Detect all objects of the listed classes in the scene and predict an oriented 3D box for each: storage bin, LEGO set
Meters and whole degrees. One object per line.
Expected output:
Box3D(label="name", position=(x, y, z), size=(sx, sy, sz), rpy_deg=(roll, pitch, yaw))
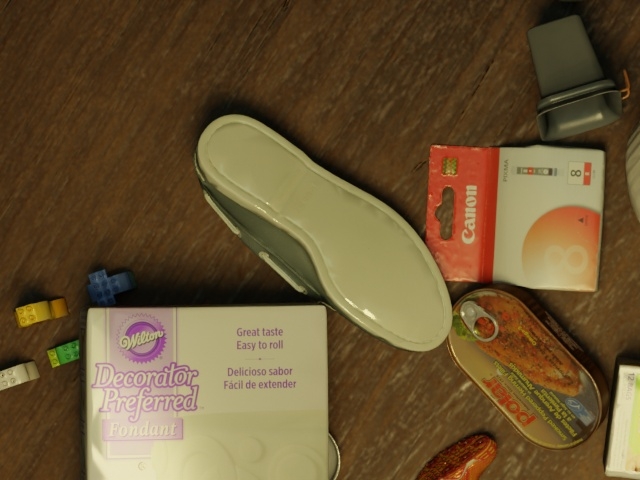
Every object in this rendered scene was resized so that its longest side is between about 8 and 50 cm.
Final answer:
Box3D(label="storage bin", position=(0.250, -0.165, 1.835), size=(0.098, 0.135, 0.091), rpy_deg=(-17, 79, 7))
Box3D(label="LEGO set", position=(-0.262, 0.089, 1.915), size=(0.227, 0.093, 0.087), rpy_deg=(-19, 88, 7))

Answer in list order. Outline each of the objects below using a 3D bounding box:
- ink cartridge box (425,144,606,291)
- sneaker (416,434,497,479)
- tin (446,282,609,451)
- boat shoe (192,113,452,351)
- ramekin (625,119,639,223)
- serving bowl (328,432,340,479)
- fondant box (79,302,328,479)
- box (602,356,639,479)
Box3D(label="ink cartridge box", position=(0.196, -0.025, 1.883), size=(0.179, 0.045, 0.145), rpy_deg=(3, 90, 5))
Box3D(label="sneaker", position=(0.124, 0.270, 1.894), size=(0.067, 0.064, 0.175), rpy_deg=(38, 100, -15))
Box3D(label="tin", position=(0.208, 0.126, 1.865), size=(0.190, 0.040, 0.106), rpy_deg=(48, 117, 9))
Box3D(label="boat shoe", position=(0.000, 0.000, 1.891), size=(0.319, 0.099, 0.116), rpy_deg=(40, 67, 1))
Box3D(label="ramekin", position=(0.410, -0.052, 1.755), size=(0.273, 0.273, 0.127), rpy_deg=(47, 131, 5))
Box3D(label="serving bowl", position=(-0.019, 0.226, 1.919), size=(0.083, 0.027, 0.083), rpy_deg=(0, 90, 8))
Box3D(label="fondant box", position=(-0.116, 0.228, 1.837), size=(0.238, 0.096, 0.330), rpy_deg=(0, 88, -11))
Box3D(label="box", position=(0.387, 0.184, 1.830), size=(0.203, 0.103, 0.114), rpy_deg=(7, 92, 7))
